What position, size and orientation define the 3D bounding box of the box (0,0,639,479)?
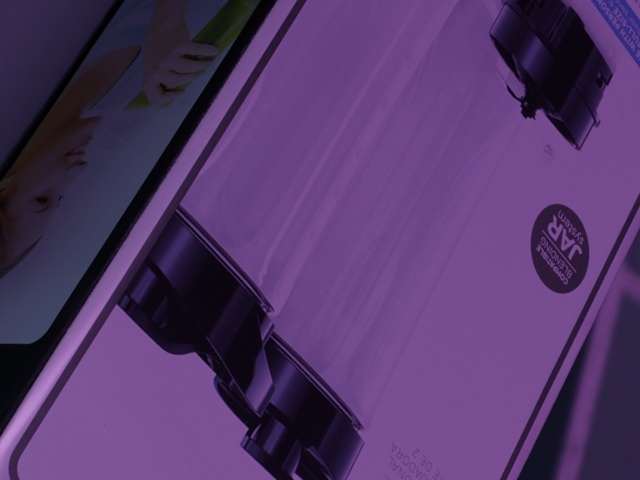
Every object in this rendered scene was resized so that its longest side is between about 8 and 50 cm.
[{"bbox_3d":[0.000,0.000,0.603,0.169,0.087,0.290,49,58,-31],"label":"box"}]
